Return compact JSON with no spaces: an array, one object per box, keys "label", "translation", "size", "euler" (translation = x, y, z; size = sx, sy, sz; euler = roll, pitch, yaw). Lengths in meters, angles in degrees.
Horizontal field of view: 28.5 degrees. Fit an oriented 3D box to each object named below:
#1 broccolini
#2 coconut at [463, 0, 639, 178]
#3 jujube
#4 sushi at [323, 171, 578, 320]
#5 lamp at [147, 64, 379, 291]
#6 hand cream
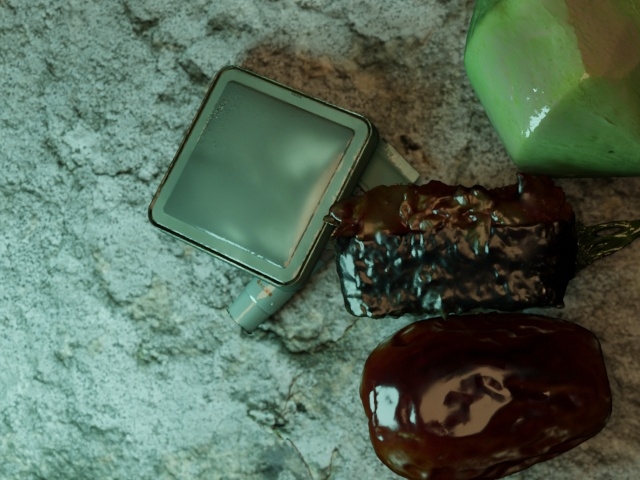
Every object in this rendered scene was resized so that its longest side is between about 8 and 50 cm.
[{"label":"broccolini","translation":[0.419,-0.025,1.679],"size":[0.216,0.058,0.067],"euler":[-26,120,5]},{"label":"coconut","translation":[0.344,-0.214,1.588],"size":[0.281,0.328,0.328],"euler":[-44,74,38]},{"label":"jujube","translation":[0.211,0.202,1.636],"size":[0.318,0.223,0.223],"euler":[-11,82,6]},{"label":"sushi","translation":[0.165,0.006,1.642],"size":[0.343,0.196,0.182],"euler":[-2,93,19]},{"label":"lamp","translation":[-0.085,-0.092,1.783],"size":[0.269,0.047,0.266],"euler":[25,83,24]},{"label":"hand cream","translation":[0.000,0.000,1.785],"size":[0.331,0.058,0.085],"euler":[-44,61,2]}]
